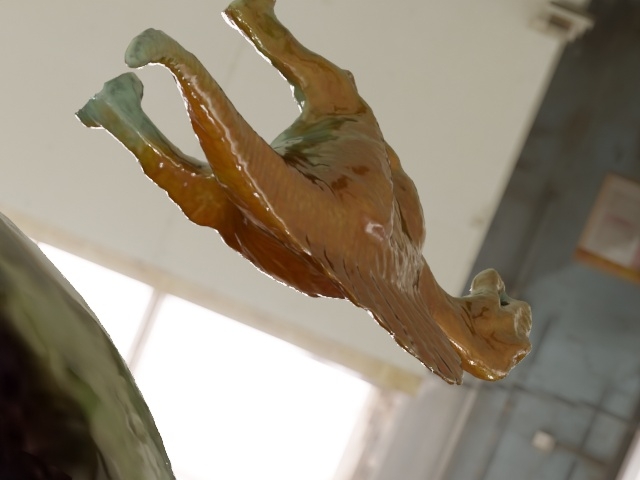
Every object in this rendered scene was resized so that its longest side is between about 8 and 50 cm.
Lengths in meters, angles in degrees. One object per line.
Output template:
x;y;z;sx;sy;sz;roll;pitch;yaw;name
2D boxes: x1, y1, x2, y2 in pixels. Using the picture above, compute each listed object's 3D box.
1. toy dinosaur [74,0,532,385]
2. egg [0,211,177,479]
0.000;0.000;0.543;0.142;0.057;0.212;52;-162;-1;toy dinosaur
-0.217;0.165;0.569;0.345;0.428;0.345;21;179;1;egg
